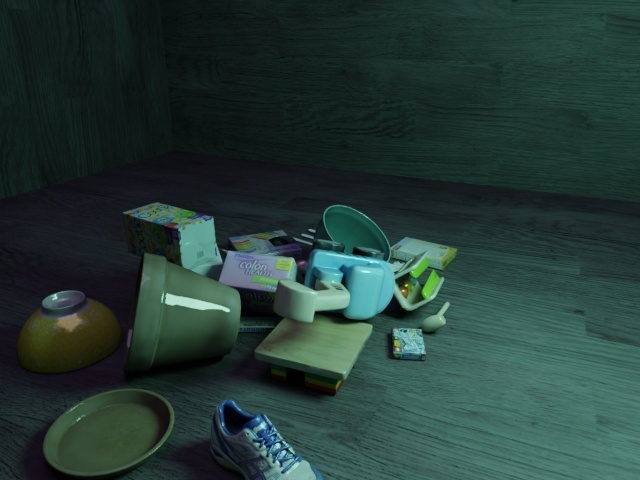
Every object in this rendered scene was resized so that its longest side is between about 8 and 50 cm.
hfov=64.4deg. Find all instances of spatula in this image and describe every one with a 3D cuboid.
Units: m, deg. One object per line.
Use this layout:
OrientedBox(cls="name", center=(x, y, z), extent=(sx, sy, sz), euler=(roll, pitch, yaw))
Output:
OrientedBox(cls="spatula", center=(0.000, 0.000, 2.323), extent=(0.241, 0.019, 0.168), euler=(16, 32, 37))

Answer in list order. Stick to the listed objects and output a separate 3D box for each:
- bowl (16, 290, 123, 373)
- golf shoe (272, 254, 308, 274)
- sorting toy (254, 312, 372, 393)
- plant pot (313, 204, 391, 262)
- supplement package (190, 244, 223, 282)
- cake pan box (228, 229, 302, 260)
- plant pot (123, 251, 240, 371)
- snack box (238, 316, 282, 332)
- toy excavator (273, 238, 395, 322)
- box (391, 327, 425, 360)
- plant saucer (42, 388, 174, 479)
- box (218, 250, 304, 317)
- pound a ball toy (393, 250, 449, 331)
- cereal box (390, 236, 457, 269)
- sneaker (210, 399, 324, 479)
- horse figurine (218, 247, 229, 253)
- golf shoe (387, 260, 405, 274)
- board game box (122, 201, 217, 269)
OrientedBox(cls="bowl", center=(-0.742, 0.241, 1.493), extent=(0.289, 0.156, 0.289), euler=(0, 21, 0))
OrientedBox(cls="golf shoe", center=(-0.109, 0.116, 1.975), extent=(0.185, 0.068, 0.086), euler=(8, 54, 6))
OrientedBox(cls="sorting toy", center=(-0.013, 0.310, 1.426), extent=(0.256, 0.090, 0.255), euler=(8, 22, 20))
OrientedBox(cls="plant pot", center=(0.088, 0.041, 1.895), extent=(0.292, 0.196, 0.293), euler=(24, 37, -19))
OrientedBox(cls="supplement package", center=(-0.435, 0.129, 1.723), extent=(0.197, 0.200, 0.263), euler=(-6, 22, -16))
OrientedBox(cls="cake pan box", center=(-0.231, 0.039, 2.146), extent=(0.266, 0.070, 0.246), euler=(-8, 25, -21))
OrientedBox(cls="plant pot", center=(-0.385, 0.213, 1.432), extent=(0.280, 0.324, 0.323), euler=(10, 17, -22))
OrientedBox(cls="snack box", center=(-0.214, 0.267, 1.620), extent=(0.178, 0.022, 0.064), euler=(1, 21, 2))
OrientedBox(cls="toy excavator", center=(0.051, 0.136, 1.469), extent=(0.432, 0.223, 0.445), euler=(9, 6, -18))
OrientedBox(cls="box", center=(0.260, 0.308, 1.521), extent=(0.093, 0.027, 0.137), euler=(4, 21, 4))
OrientedBox(cls="plant saucer", center=(-0.473, 0.438, 1.154), extent=(0.277, 0.041, 0.278), euler=(0, 21, 0))
OrientedBox(cls="box", center=(-0.174, 0.147, 1.615), extent=(0.213, 0.243, 0.118), euler=(6, 63, 13))
OrientedBox(cls="pound a ball toy", center=(0.336, 0.179, 1.730), extent=(0.135, 0.208, 0.319), euler=(-31, -1, 23))
OrientedBox(cls="cereal box", center=(0.434, 0.052, 2.154), extent=(0.240, 0.048, 0.173), euler=(14, 25, 32))
OrientedBox(cls="sneaker", center=(-0.121, 0.435, 1.048), extent=(0.296, 0.131, 0.111), euler=(15, 24, 30))
OrientedBox(cls="horse figurine", center=(-0.506, 0.061, 2.083), extent=(0.174, 0.066, 0.263), euler=(19, 25, 26))
OrientedBox(cls="golf shoe", center=(0.253, 0.118, 1.960), extent=(0.176, 0.069, 0.086), euler=(0, 27, 1))
OrientedBox(cls="board game box", center=(-0.483, -0.018, 1.626), extent=(0.275, 0.142, 0.144), euler=(14, 26, 33))
